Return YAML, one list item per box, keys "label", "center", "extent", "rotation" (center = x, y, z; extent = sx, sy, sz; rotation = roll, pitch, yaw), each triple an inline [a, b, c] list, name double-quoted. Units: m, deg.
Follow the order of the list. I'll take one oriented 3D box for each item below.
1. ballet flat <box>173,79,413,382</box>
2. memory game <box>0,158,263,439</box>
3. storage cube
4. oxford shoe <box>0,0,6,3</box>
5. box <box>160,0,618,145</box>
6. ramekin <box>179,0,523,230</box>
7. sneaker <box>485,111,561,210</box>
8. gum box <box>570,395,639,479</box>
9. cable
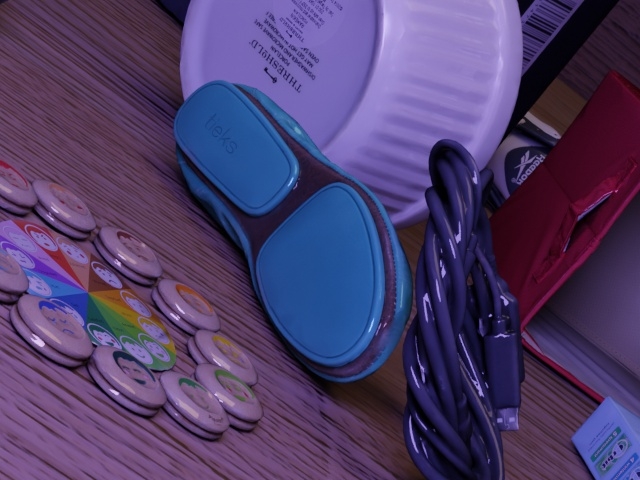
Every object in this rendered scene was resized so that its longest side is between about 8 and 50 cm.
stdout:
- label: "ballet flat"
  center: [0.000, 0.000, 1.059]
  extent: [0.087, 0.083, 0.247]
  rotation: [39, 10, -42]
- label: "memory game"
  center: [-0.098, 0.020, 0.862]
  extent: [0.186, 0.012, 0.186]
  rotation: [37, 13, -10]
- label: "storage cube"
  center: [0.249, 0.019, 1.456]
  extent: [0.215, 0.183, 0.193]
  rotation: [35, 12, -18]
- label: "oxford shoe"
  center: [-0.204, -0.170, 1.108]
  extent: [0.096, 0.083, 0.227]
  rotation: [58, 12, -5]
- label: "box"
  center: [0.061, -0.254, 1.496]
  extent: [0.312, 0.343, 0.179]
  rotation: [46, 16, 24]
- label: "ramekin"
  center: [0.008, -0.112, 1.205]
  extent: [0.109, 0.207, 0.207]
  rotation: [10, 31, -48]
- label: "sneaker"
  center: [0.150, -0.092, 1.754]
  extent: [0.235, 0.094, 0.153]
  rotation: [42, 0, -42]
- label: "gum box"
  center: [0.243, 0.187, 1.184]
  extent: [0.157, 0.041, 0.184]
  rotation: [34, 13, -24]
- label: "cable"
  center: [0.064, 0.043, 0.971]
  extent: [0.047, 0.184, 0.150]
  rotation: [0, 17, 17]
